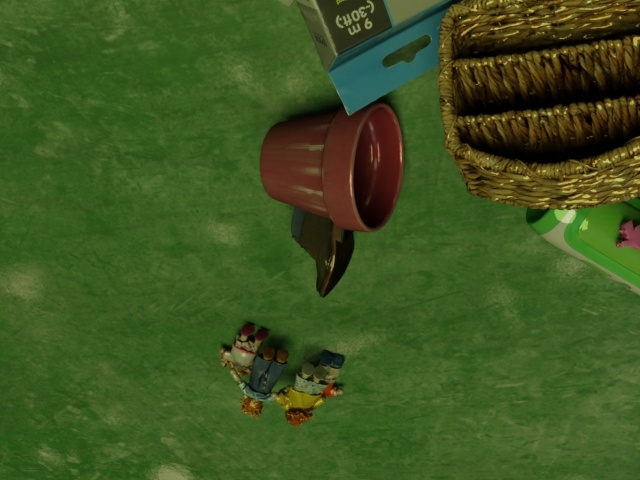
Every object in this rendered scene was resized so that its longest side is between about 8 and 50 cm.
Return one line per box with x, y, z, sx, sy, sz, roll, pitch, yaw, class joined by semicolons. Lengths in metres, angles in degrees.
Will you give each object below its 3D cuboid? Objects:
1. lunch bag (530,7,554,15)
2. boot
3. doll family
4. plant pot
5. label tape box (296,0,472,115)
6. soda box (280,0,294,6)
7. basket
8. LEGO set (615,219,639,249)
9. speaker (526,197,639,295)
0.307;-0.399;1.122;0.176;0.090;0.219;5;139;46;lunch bag
0.000;0.000;1.529;0.106;0.082;0.219;30;132;18;boot
-0.085;0.285;1.699;0.263;0.118;0.163;20;126;-3;doll family
0.013;-0.119;1.367;0.180;0.201;0.201;6;127;27;plant pot
0.090;-0.363;1.156;0.249;0.115;0.347;-29;116;-6;label tape box
-0.125;-0.460;1.210;0.286;0.091;0.098;34;122;-12;soda box
0.306;-0.180;1.115;0.299;0.213;0.223;-2;144;24;basket
0.457;-0.087;1.269;0.093;0.087;0.227;-11;90;-12;LEGO set
0.481;-0.001;1.380;0.296;0.131;0.131;29;125;-9;speaker
